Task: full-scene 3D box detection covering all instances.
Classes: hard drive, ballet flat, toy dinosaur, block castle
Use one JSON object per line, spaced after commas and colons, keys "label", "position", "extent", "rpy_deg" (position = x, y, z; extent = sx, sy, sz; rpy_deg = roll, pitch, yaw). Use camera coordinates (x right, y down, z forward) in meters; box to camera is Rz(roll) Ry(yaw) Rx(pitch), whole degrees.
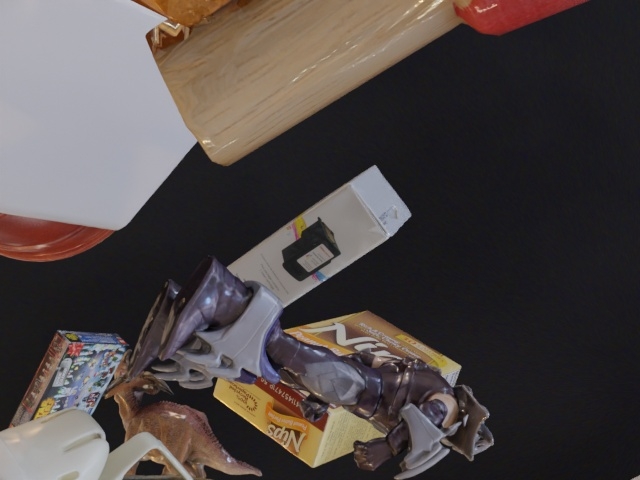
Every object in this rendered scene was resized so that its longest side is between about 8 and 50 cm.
{"label": "hard drive", "position": [-0.229, -0.115, 0.704], "extent": [0.233, 0.353, 0.047], "rpy_deg": [-45, -122, 25]}
{"label": "ballet flat", "position": [-0.181, 0.199, 0.757], "extent": [0.124, 0.342, 0.116], "rpy_deg": [-53, -130, 2]}
{"label": "toy dinosaur", "position": [-0.234, 0.286, 1.489], "extent": [0.296, 0.127, 0.200], "rpy_deg": [9, -86, 25]}
{"label": "block castle", "position": [-0.033, -0.266, 0.410], "extent": [0.213, 0.303, 0.453], "rpy_deg": [-30, -147, 11]}

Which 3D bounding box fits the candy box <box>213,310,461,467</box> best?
{"label": "candy box", "position": [0.031, 0.191, 1.333], "extent": [0.183, 0.316, 0.087], "rpy_deg": [30, -68, 32]}

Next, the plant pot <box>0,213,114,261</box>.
{"label": "plant pot", "position": [-0.341, -0.110, 1.029], "extent": [0.272, 0.265, 0.272], "rpy_deg": [0, -90, 2]}

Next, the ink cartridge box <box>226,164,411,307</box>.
{"label": "ink cartridge box", "position": [0.000, 0.000, 1.068], "extent": [0.175, 0.127, 0.072], "rpy_deg": [-34, -88, 20]}

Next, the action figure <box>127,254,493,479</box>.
{"label": "action figure", "position": [0.010, 0.107, 0.731], "extent": [0.285, 0.185, 0.099], "rpy_deg": [24, -99, -19]}

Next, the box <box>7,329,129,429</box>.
{"label": "box", "position": [-0.285, 0.167, 1.104], "extent": [0.027, 0.094, 0.137], "rpy_deg": [35, -77, 31]}

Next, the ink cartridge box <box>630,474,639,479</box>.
{"label": "ink cartridge box", "position": [0.405, 0.444, 1.157], "extent": [0.211, 0.121, 0.289], "rpy_deg": [-24, -94, -11]}
